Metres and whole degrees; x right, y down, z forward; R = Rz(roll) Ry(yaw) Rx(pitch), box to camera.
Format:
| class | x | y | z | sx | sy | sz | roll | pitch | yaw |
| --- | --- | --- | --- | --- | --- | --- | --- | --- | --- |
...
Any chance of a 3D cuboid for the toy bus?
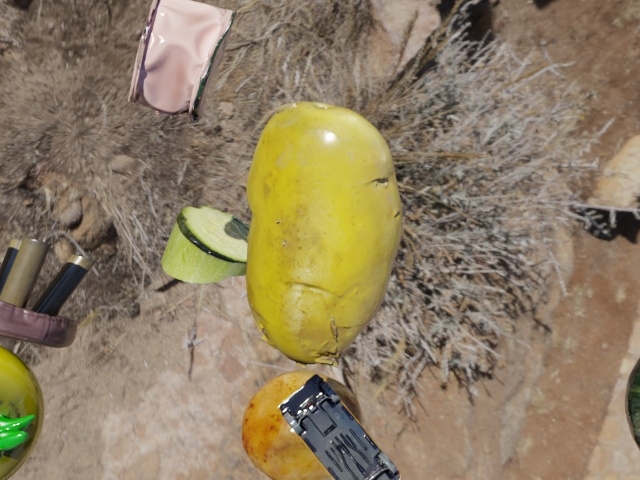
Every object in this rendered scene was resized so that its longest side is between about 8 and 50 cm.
| class | x | y | z | sx | sy | sz | roll | pitch | yaw |
| --- | --- | --- | --- | --- | --- | --- | --- | --- | --- |
| toy bus | 0.027 | 0.292 | 1.001 | 0.083 | 0.088 | 0.194 | -38 | 83 | -10 |

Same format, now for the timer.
| class | x | y | z | sx | sy | sz | roll | pitch | yaw |
| --- | --- | --- | --- | --- | --- | --- | --- | --- | --- |
| timer | -0.559 | 0.294 | 1.106 | 0.285 | 0.285 | 0.285 | -3 | 99 | -19 |

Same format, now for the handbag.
| class | x | y | z | sx | sy | sz | roll | pitch | yaw |
| --- | --- | --- | --- | --- | --- | --- | --- | --- | --- |
| handbag | -0.215 | -0.287 | 1.074 | 0.116 | 0.179 | 0.205 | 18 | 71 | -11 |

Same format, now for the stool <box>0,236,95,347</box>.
| class | x | y | z | sx | sy | sz | roll | pitch | yaw |
| --- | --- | --- | --- | --- | --- | --- | --- | --- | --- |
| stool | -0.569 | 0.084 | 1.269 | 0.272 | 0.272 | 0.178 | 19 | 80 | -21 |

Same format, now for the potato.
| class | x | y | z | sx | sy | sz | roll | pitch | yaw |
| --- | --- | --- | --- | --- | --- | --- | --- | --- | --- |
| potato | 0.000 | 0.000 | 0.753 | 0.173 | 0.140 | 0.300 | 9 | 113 | 8 |

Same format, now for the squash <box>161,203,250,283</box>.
| class | x | y | z | sx | sy | sz | roll | pitch | yaw |
| --- | --- | --- | --- | --- | --- | --- | --- | --- | --- |
| squash | -0.236 | 0.025 | 1.547 | 0.220 | 0.220 | 0.133 | 14 | 114 | -21 |

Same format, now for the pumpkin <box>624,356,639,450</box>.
| class | x | y | z | sx | sy | sz | roll | pitch | yaw |
| --- | --- | --- | --- | --- | --- | --- | --- | --- | --- |
| pumpkin | 0.408 | 0.176 | 0.724 | 0.167 | 0.125 | 0.167 | -4 | 80 | 21 |

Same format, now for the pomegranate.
| class | x | y | z | sx | sy | sz | roll | pitch | yaw |
| --- | --- | --- | --- | --- | --- | --- | --- | --- | --- |
| pomegranate | -0.035 | 0.378 | 1.376 | 0.248 | 0.248 | 0.248 | -3 | 99 | -19 |
